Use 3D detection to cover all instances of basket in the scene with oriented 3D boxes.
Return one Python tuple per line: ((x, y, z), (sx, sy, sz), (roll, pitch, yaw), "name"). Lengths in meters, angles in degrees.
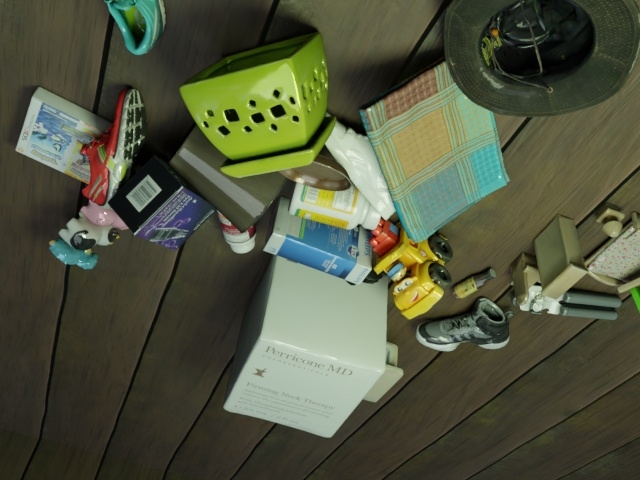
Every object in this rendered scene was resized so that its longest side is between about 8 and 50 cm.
((-0.213, -0.159, 1.417), (0.227, 0.154, 0.204), (34, 101, -18), "basket")

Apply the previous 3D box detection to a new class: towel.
((0.248, -0.186, 1.303), (0.271, 0.040, 0.370), (-33, 131, -6), "towel")

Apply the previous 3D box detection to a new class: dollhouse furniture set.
((0.697, 0.095, 1.530), (0.356, 0.173, 0.303), (19, 137, -11), "dollhouse furniture set")

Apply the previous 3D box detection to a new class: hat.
((0.390, -0.369, 1.111), (0.331, 0.134, 0.331), (20, 144, 15), "hat")

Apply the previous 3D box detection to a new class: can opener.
((0.656, 0.159, 1.684), (0.280, 0.093, 0.074), (7, 108, -4), "can opener")

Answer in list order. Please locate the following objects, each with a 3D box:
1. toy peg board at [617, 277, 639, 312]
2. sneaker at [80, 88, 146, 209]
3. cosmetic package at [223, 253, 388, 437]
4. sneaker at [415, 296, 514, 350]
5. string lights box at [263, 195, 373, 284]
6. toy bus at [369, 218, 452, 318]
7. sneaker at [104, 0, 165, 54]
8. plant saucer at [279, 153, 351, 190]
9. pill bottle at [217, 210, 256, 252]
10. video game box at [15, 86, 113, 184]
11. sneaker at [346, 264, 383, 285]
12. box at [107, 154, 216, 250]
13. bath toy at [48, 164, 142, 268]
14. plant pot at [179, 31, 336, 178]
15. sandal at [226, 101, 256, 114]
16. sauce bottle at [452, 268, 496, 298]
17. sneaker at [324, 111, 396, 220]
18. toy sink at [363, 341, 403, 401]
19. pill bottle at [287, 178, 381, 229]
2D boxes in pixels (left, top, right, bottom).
((0.843, 0.111, 1.519), (0.161, 0.079, 0.160), (-7, 159, -26), "toy peg board")
((-0.466, -0.204, 1.388), (0.118, 0.107, 0.279), (20, 106, 4), "sneaker")
((-0.041, 0.277, 1.728), (0.329, 0.327, 0.393), (18, 135, -10), "cosmetic package")
((0.407, 0.230, 1.778), (0.269, 0.101, 0.153), (0, 136, 0), "sneaker")
((0.000, 0.000, 1.566), (0.260, 0.133, 0.076), (21, 135, -13), "string lights box")
((0.199, 0.046, 1.532), (0.211, 0.220, 0.149), (35, 128, -18), "toy bus")
((-0.345, -0.468, 1.138), (0.107, 0.110, 0.275), (0, 136, 9), "sneaker")
((-0.013, -0.148, 1.328), (0.168, 0.029, 0.168), (15, 166, 4), "plant saucer")
((-0.208, -0.042, 1.589), (0.086, 0.086, 0.152), (2, 138, 7), "pill bottle")
((-0.586, -0.234, 1.472), (0.205, 0.048, 0.187), (26, 136, -18), "video game box")
((0.082, 0.055, 1.667), (0.170, 0.089, 0.051), (50, 145, 9), "sneaker")
((-0.353, -0.080, 1.439), (0.153, 0.108, 0.207), (-45, 163, 3), "box")
((-0.529, -0.058, 1.589), (0.348, 0.151, 0.129), (-38, 104, 29), "bath toy")
((-0.099, -0.252, 1.208), (0.228, 0.227, 0.207), (-8, 117, 20), "plant pot")
((-0.125, -0.258, 1.371), (0.180, 0.049, 0.072), (21, 136, -13), "sandal")
((0.412, 0.114, 1.692), (0.042, 0.042, 0.128), (32, 130, -23), "sauce bottle")
((0.112, -0.206, 1.367), (0.169, 0.108, 0.292), (-40, 104, 8), "sneaker")
((0.148, 0.383, 1.956), (0.153, 0.131, 0.234), (16, 142, -9), "toy sink")
((0.037, -0.092, 1.474), (0.208, 0.117, 0.117), (14, 137, -6), "pill bottle")
